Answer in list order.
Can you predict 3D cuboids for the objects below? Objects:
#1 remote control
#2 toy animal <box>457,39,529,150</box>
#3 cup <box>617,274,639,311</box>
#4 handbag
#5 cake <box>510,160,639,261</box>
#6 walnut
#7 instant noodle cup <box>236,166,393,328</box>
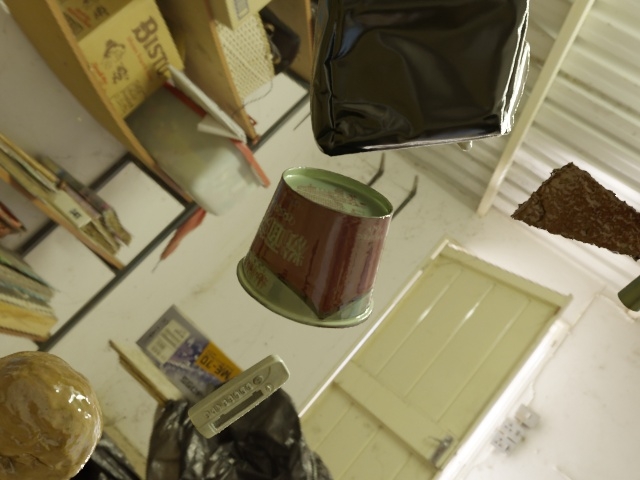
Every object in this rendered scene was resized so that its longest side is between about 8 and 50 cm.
[{"bbox_3d":[-0.178,0.337,1.198,0.049,0.230,0.090,40,-22,49],"label":"remote control"},{"bbox_3d":[0.305,-0.338,1.222,0.265,0.271,0.206,17,-19,28],"label":"toy animal"},{"bbox_3d":[0.668,0.101,1.111,0.054,0.075,0.083,-105,-149,-41],"label":"cup"},{"bbox_3d":[0.128,-0.279,0.801,0.178,0.302,0.275,-105,-168,-53],"label":"handbag"},{"bbox_3d":[0.449,-0.026,0.824,0.295,0.112,0.116,25,12,9],"label":"cake"},{"bbox_3d":[-0.329,0.201,0.622,0.167,0.149,0.166,7,-58,12],"label":"walnut"},{"bbox_3d":[0.000,0.000,0.853,0.235,0.178,0.234,15,23,-7],"label":"instant noodle cup"}]
